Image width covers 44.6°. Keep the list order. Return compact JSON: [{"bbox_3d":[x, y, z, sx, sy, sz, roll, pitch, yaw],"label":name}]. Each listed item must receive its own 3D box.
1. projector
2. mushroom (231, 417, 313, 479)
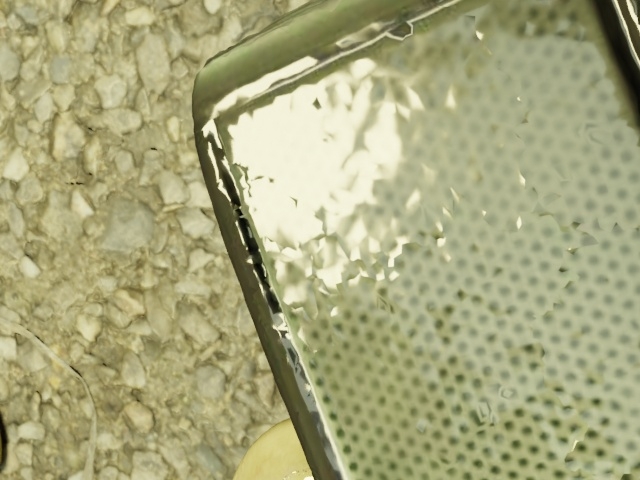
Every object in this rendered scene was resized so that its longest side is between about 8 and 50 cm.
[{"bbox_3d":[0.154,0.052,0.490,0.242,0.395,0.405,-21,89,19],"label":"projector"},{"bbox_3d":[0.024,0.260,0.665,0.246,0.202,0.246,3,97,28],"label":"mushroom"}]
